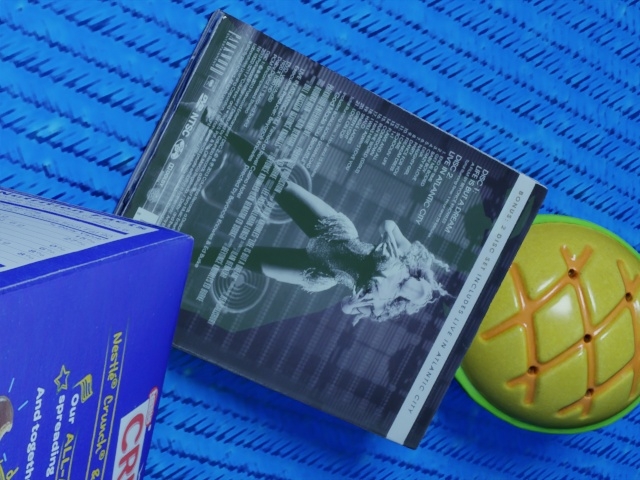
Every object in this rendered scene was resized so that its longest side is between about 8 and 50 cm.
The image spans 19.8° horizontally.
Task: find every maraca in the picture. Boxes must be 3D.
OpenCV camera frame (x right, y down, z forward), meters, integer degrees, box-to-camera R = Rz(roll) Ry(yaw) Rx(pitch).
[{"bbox_3d":[0.119,0.042,1.064,0.186,0.099,0.127,21,87,-17],"label":"maraca"}]

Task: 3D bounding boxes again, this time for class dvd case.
[{"bbox_3d":[0.000,0.000,0.965,0.221,0.018,0.164,26,92,-28],"label":"dvd case"}]

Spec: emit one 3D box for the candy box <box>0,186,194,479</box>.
[{"bbox_3d":[-0.193,0.129,0.746,0.317,0.122,0.268,-17,122,-65],"label":"candy box"}]
